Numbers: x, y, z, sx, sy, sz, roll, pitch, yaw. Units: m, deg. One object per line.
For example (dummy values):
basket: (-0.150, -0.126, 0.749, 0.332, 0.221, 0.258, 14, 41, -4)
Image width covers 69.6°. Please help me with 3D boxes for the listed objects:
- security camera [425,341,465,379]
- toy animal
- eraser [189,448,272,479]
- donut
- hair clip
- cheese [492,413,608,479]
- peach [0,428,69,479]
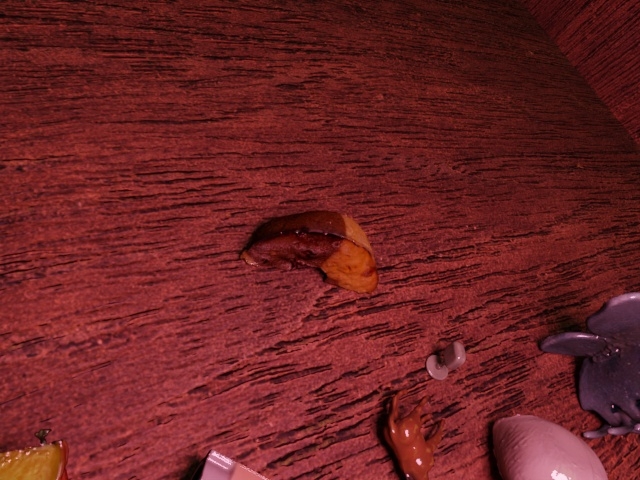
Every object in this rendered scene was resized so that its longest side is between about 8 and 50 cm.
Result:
security camera: (0.265, 0.247, 0.949, 0.058, 0.092, 0.058, 15, 53, -21)
toy animal: (0.179, 0.410, 0.821, 0.224, 0.066, 0.229, 53, 39, -13)
eraser: (-0.074, 0.444, 0.645, 0.291, 0.087, 0.171, 32, 49, -6)
donut: (0.000, 0.000, 0.942, 0.295, 0.151, 0.112, 15, 44, -18)
hair clip: (0.716, 0.290, 1.016, 0.393, 0.318, 0.238, 8, 58, -26)
cheese: (0.429, 0.425, 0.854, 0.198, 0.154, 0.189, 30, 23, 3)
peach: (-0.421, 0.327, 0.492, 0.268, 0.158, 0.153, 0, 50, -30)
